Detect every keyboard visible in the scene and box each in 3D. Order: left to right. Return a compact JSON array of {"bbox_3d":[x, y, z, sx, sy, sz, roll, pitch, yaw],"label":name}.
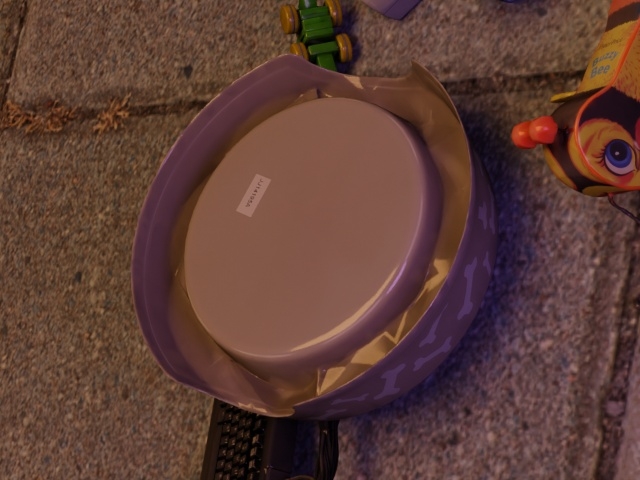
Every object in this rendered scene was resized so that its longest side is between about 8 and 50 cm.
[{"bbox_3d":[-0.052,0.219,1.504,0.201,0.033,0.317,-27,43,38],"label":"keyboard"}]

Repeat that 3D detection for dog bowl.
[{"bbox_3d":[0.000,0.000,1.482,0.348,0.102,0.349,-16,58,27],"label":"dog bowl"}]

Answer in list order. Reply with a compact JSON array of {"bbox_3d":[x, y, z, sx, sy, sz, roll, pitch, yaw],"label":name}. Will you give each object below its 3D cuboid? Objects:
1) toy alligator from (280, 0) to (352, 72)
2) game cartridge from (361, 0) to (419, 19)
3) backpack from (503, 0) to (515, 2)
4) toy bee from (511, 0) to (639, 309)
[{"bbox_3d":[0.000,-0.172,1.634,0.051,0.056,0.190,129,127,-73],"label":"toy alligator"},{"bbox_3d":[0.062,-0.366,1.632,0.198,0.062,0.297,-40,51,25],"label":"game cartridge"},{"bbox_3d":[0.156,-0.268,1.458,0.084,0.105,0.114,21,99,34],"label":"backpack"},{"bbox_3d":[0.233,-0.097,1.259,0.195,0.162,0.298,-43,35,52],"label":"toy bee"}]
